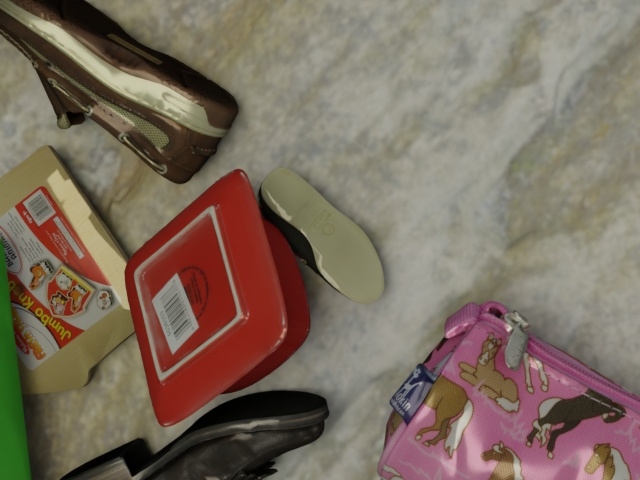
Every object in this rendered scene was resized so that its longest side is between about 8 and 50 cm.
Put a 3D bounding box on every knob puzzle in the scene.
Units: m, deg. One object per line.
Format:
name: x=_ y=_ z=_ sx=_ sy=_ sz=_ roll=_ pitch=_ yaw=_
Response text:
knob puzzle: x=-0.252 y=0.044 z=1.283 sx=0.213 sy=0.030 sz=0.213 roll=1 pitch=94 yaw=14

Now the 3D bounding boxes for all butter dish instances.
butter dish: x=-0.063 y=0.052 z=1.195 sx=0.160 sy=0.118 sz=0.160 roll=-38 pitch=55 yaw=31

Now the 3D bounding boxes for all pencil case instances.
pencil case: x=0.233 y=0.196 z=1.107 sx=0.386 sy=0.167 sz=0.160 roll=29 pitch=67 yaw=11

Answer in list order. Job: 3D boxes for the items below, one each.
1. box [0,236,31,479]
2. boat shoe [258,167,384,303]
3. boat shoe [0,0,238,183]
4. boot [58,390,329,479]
box: x=-0.373 y=0.139 z=1.246 sx=0.231 sy=0.126 sz=0.262 roll=-6 pitch=92 yaw=30
boat shoe: x=0.001 y=-0.001 z=1.212 sx=0.049 sy=0.042 sz=0.133 roll=-41 pitch=84 yaw=-15
boat shoe: x=-0.197 y=-0.133 z=1.229 sx=0.257 sy=0.095 sz=0.095 roll=33 pitch=108 yaw=11
boot: x=-0.075 y=0.258 z=1.233 sx=0.263 sy=0.091 sz=0.229 roll=-22 pitch=93 yaw=18
